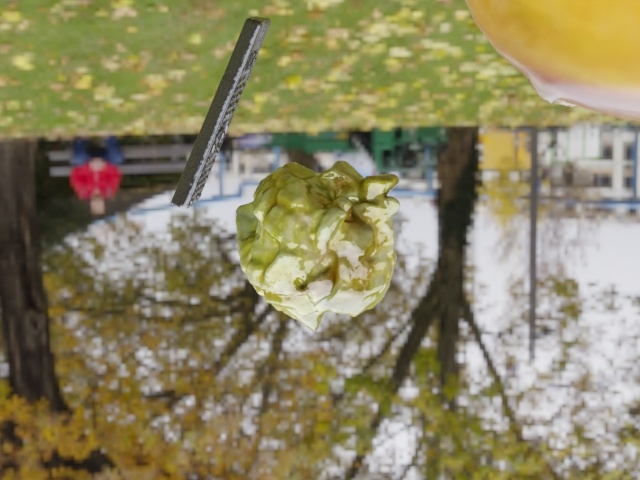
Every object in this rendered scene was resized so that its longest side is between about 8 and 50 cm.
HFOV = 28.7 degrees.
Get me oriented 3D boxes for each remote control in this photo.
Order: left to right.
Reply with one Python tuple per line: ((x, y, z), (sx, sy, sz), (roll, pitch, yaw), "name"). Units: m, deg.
((-0.115, -0.149, 1.466), (0.025, 0.245, 0.063), (26, -164, 7), "remote control")

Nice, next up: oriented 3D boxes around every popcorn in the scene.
((-0.001, -0.001, 1.364), (0.185, 0.167, 0.187), (-13, 151, -18), "popcorn")

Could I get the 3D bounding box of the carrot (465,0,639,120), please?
((0.224, -0.170, 0.535), (0.224, 0.224, 0.340), (7, -156, 43), "carrot")
